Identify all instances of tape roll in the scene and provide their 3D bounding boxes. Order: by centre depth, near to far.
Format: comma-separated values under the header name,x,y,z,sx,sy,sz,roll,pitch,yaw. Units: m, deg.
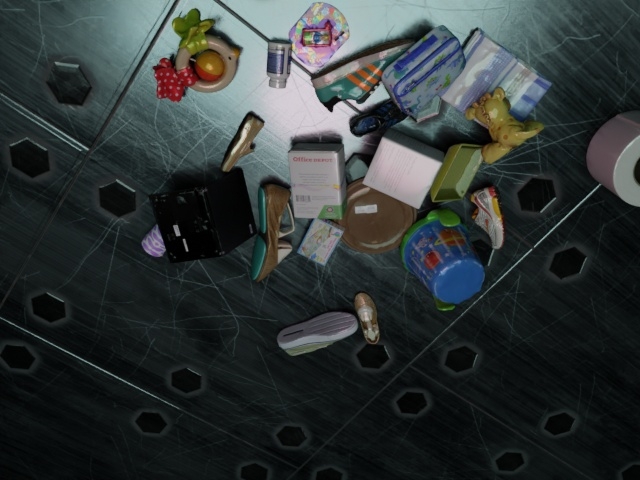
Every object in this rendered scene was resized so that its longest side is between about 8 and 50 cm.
name,x,y,z,sx,sy,sz,roll,pitch,yaw
tape roll,0.938,-0.240,1.522,0.246,0.169,0.246,0,116,0

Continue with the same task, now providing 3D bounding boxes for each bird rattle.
name,x,y,z,sx,sy,sz,roll,pitch,yaw
bird rattle,-0.334,-0.476,1.415,0.207,0.143,0.253,15,120,-26

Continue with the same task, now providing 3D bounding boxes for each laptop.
name,x,y,z,sx,sy,sz,roll,pitch,yaw
laptop,-0.354,-0.076,1.607,0.264,0.136,0.234,-8,116,4

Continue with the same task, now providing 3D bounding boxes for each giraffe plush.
name,x,y,z,sx,sy,sz,roll,pitch,yaw
giraffe plush,0.499,-0.330,1.457,0.181,0.210,0.170,-35,87,24

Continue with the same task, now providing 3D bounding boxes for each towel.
name,x,y,z,sx,sy,sz,roll,pitch,yaw
towel,0.494,-0.438,1.491,0.285,0.034,0.209,29,114,-15

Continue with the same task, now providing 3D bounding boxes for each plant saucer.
name,x,y,z,sx,sy,sz,roll,pitch,yaw
plant saucer,0.405,-0.210,1.556,0.188,0.045,0.188,-8,129,-48
plant saucer,0.174,-0.073,1.671,0.278,0.041,0.278,0,117,0

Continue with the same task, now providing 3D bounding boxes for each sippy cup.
name,x,y,z,sx,sy,sz,roll,pitch,yaw
sippy cup,0.391,0.070,1.623,0.240,0.224,0.305,-40,121,13

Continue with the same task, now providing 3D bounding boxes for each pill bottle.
name,x,y,z,sx,sy,sz,roll,pitch,yaw
pill bottle,-0.116,-0.486,1.439,0.067,0.067,0.120,5,117,-3

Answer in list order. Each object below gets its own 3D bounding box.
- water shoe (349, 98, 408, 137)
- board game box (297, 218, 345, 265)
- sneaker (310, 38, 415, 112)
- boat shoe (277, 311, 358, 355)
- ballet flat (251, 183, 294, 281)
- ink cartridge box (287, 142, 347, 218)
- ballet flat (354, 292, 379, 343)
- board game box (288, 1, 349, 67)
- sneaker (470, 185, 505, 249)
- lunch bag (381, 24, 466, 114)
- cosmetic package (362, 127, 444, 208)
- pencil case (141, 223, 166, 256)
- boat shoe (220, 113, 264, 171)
name,x,y,z,sx,sy,sz,roll,pitch,yaw
water shoe,0.183,-0.349,1.505,0.203,0.080,0.073,-25,115,11
board game box,0.000,0.000,1.689,0.103,0.026,0.154,27,123,-2
sneaker,0.130,-0.455,1.443,0.302,0.108,0.121,-18,118,17
boat shoe,-0.004,0.333,1.853,0.302,0.109,0.094,-15,132,17
ballet flat,-0.147,-0.019,1.669,0.124,0.116,0.342,-2,115,-22
ink cartridge box,-0.005,-0.180,1.564,0.154,0.093,0.212,3,119,16
ballet flat,0.171,0.280,1.834,0.073,0.067,0.206,-17,116,8
board game box,-0.005,-0.560,1.422,0.133,0.033,0.168,40,109,-19
sneaker,0.537,-0.071,1.663,0.092,0.088,0.225,-8,119,26
lunch bag,0.275,-0.450,1.387,0.219,0.090,0.176,-38,155,7
cosmetic package,0.243,-0.213,1.515,0.183,0.151,0.151,26,116,4
pencil case,-0.479,-0.035,1.661,0.206,0.086,0.088,-39,147,18
boat shoe,-0.229,-0.278,1.549,0.072,0.068,0.190,24,115,-25
